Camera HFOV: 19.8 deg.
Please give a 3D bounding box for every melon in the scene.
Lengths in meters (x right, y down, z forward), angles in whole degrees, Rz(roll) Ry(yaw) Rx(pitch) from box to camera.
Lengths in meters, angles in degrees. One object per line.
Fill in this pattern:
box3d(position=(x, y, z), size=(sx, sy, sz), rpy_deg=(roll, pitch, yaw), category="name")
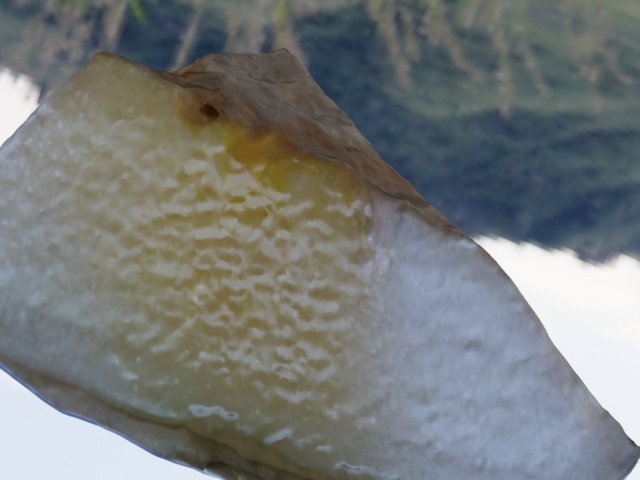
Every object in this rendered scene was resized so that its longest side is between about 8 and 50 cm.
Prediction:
box3d(position=(0.000, 0.002, 0.515), size=(0.202, 0.093, 0.139), rpy_deg=(21, -155, 4), category="melon")
